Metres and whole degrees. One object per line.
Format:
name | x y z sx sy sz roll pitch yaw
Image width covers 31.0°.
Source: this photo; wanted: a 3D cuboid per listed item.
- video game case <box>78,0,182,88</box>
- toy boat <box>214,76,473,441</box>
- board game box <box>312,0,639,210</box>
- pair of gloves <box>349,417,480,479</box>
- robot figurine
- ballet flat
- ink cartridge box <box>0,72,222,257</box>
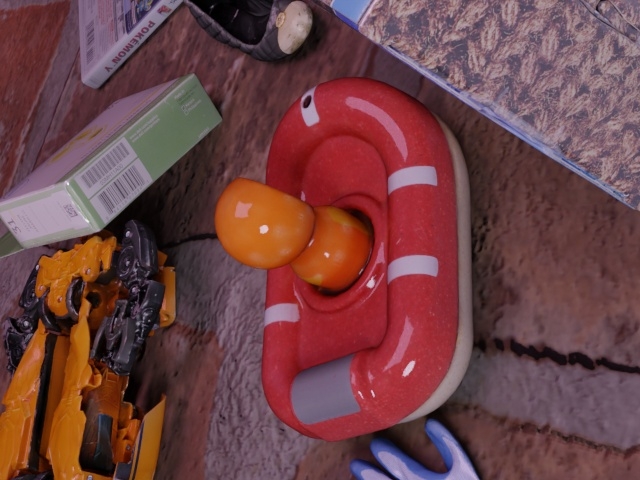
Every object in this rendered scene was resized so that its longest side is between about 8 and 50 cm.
video game case | -0.190 -0.281 1.194 0.183 0.023 0.201 -38 44 30
toy boat | 0.000 0.000 0.714 0.151 0.151 0.231 -24 54 40
board game box | 0.069 -0.174 0.665 0.141 0.232 0.291 -57 39 10
pair of gloves | 0.045 0.202 0.657 0.159 0.023 0.198 19 86 52
robot figurine | -0.190 0.125 0.922 0.211 0.085 0.291 -16 59 44
ballet flat | -0.064 -0.186 0.972 0.173 0.049 0.057 22 88 52
ink cartridge box | -0.216 -0.058 1.014 0.235 0.056 0.171 -10 30 45
